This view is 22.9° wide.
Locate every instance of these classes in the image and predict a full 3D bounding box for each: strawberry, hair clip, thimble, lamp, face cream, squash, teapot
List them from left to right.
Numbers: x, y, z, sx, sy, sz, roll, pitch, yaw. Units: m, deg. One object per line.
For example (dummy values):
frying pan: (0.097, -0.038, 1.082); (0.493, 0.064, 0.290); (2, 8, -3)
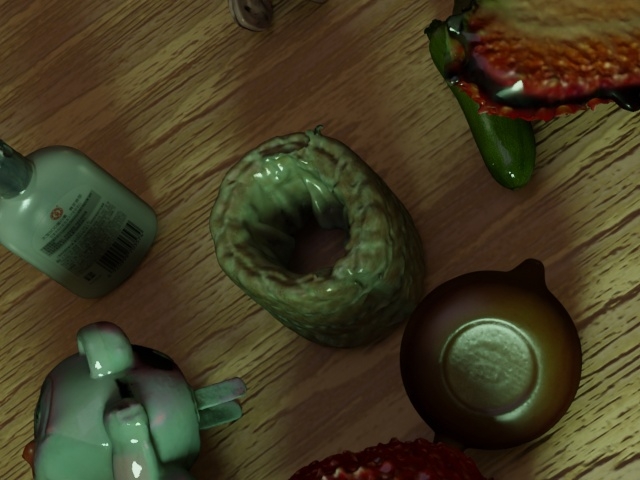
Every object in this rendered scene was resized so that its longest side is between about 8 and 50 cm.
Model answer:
face cream: (-0.306, -0.036, 1.813); (0.071, 0.291, 0.144); (38, 89, 37)
lamp: (-0.176, 0.243, 1.667); (0.248, 0.247, 0.301); (-18, 60, -16)
hair clip: (-0.064, -0.338, 1.951); (0.102, 0.123, 0.138); (-27, 57, 40)
thimble: (-0.006, 0.000, 1.716); (0.196, 0.148, 0.229); (-33, 52, 11)
strawberry: (0.061, 0.282, 1.462); (0.261, 0.261, 0.257); (-40, 49, 6)
teapot: (0.162, 0.135, 1.576); (0.178, 0.135, 0.252); (27, 99, 8)
squash: (0.180, -0.162, 1.744); (0.069, 0.069, 0.258); (-31, 55, 13)
strawberry: (0.274, -0.214, 1.680); (0.307, 0.137, 0.233); (7, 65, -7)
